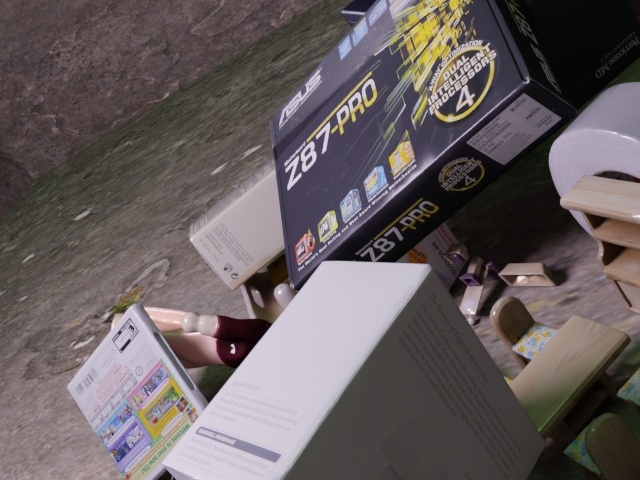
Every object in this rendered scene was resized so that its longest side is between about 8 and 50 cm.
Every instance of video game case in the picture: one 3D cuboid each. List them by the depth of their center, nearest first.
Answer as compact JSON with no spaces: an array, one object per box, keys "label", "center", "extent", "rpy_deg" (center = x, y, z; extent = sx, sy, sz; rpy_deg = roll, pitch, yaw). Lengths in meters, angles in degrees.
[{"label":"video game case","center":[-0.252,0.223,1.139],"extent":[0.212,0.193,0.023],"rpy_deg":[-47,-17,32]}]

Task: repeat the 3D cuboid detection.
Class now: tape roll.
[{"label":"tape roll","center":[0.338,-0.050,0.821],"extent":[0.072,0.219,0.219],"rpy_deg":[-44,26,-13]}]

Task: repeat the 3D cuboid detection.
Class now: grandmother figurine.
[{"label":"grandmother figurine","center":[-0.127,0.141,1.161],"extent":[0.342,0.208,0.104],"rpy_deg":[-3,73,20]}]

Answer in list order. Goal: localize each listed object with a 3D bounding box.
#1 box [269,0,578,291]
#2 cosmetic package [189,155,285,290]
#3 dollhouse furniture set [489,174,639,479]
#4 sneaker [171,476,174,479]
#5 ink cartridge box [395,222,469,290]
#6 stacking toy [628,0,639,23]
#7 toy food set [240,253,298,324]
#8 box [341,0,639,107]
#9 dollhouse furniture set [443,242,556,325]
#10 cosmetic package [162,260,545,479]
[{"label":"box","center":[0.096,-0.152,1.022],"extent":[0.395,0.097,0.318],"rpy_deg":[-42,39,34]},{"label":"cosmetic package","center":[-0.061,-0.070,1.337],"extent":[0.309,0.113,0.160],"rpy_deg":[-38,13,0]},{"label":"dollhouse furniture set","center":[0.249,0.080,0.788],"extent":[0.242,0.161,0.212],"rpy_deg":[-44,26,-12]},{"label":"sneaker","center":[-0.131,0.284,1.012],"extent":[0.121,0.112,0.299],"rpy_deg":[1,46,52]},{"label":"ink cartridge box","center":[0.130,0.025,1.105],"extent":[0.061,0.104,0.181],"rpy_deg":[-6,41,50]},{"label":"stacking toy","center":[0.582,-0.446,1.266],"extent":[0.279,0.130,0.309],"rpy_deg":[-44,26,-12]},{"label":"toy food set","center":[0.000,0.000,1.335],"extent":[0.306,0.092,0.220],"rpy_deg":[-37,25,2]},{"label":"box","center":[0.269,-0.326,1.267],"extent":[0.343,0.312,0.179],"rpy_deg":[-40,25,-4]},{"label":"dollhouse furniture set","center":[0.211,0.057,0.991],"extent":[0.114,0.091,0.081],"rpy_deg":[-3,57,47]},{"label":"cosmetic package","center":[0.039,0.172,0.668],"extent":[0.138,0.224,0.224],"rpy_deg":[2,44,50]}]
